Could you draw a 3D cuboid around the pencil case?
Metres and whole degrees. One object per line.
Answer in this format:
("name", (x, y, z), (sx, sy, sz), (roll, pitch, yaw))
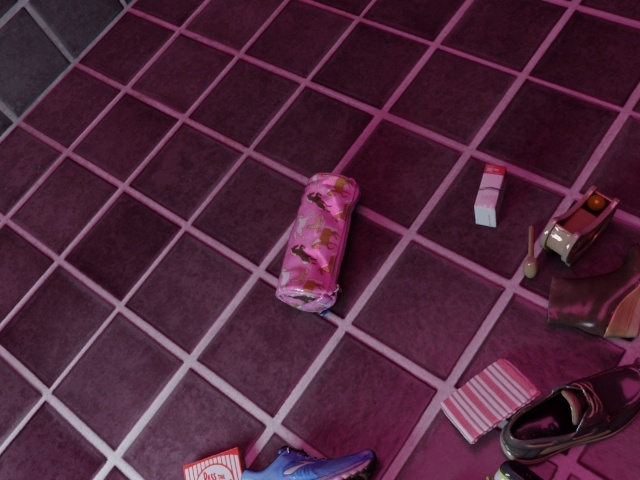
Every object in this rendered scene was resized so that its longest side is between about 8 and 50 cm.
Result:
("pencil case", (0.000, 0.000, 1.782), (0.167, 0.160, 0.386), (17, 64, -8))

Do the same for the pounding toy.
("pounding toy", (0.590, -0.037, 1.627), (0.269, 0.154, 0.155), (-44, 59, -10))

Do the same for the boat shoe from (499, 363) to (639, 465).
("boat shoe", (0.556, 0.373, 1.424), (0.355, 0.130, 0.132), (-30, 58, -1))

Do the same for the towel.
("towel", (0.385, 0.365, 1.507), (0.197, 0.029, 0.144), (-36, 29, -2))

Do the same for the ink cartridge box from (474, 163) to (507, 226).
("ink cartridge box", (0.450, -0.118, 1.745), (0.056, 0.099, 0.135), (12, 65, 22))

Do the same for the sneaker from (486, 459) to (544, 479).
("sneaker", (0.462, 0.566, 1.394), (0.235, 0.084, 0.097), (37, 109, 27))

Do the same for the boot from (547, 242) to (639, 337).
("boot", (0.658, 0.103, 1.567), (0.207, 0.090, 0.248), (11, 69, 19))

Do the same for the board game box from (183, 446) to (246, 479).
("board game box", (-0.239, 0.614, 1.577), (0.147, 0.045, 0.193), (-21, 58, 4))

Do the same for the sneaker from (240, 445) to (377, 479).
("sneaker", (-0.034, 0.527, 1.513), (0.330, 0.129, 0.147), (-15, 53, -1))
